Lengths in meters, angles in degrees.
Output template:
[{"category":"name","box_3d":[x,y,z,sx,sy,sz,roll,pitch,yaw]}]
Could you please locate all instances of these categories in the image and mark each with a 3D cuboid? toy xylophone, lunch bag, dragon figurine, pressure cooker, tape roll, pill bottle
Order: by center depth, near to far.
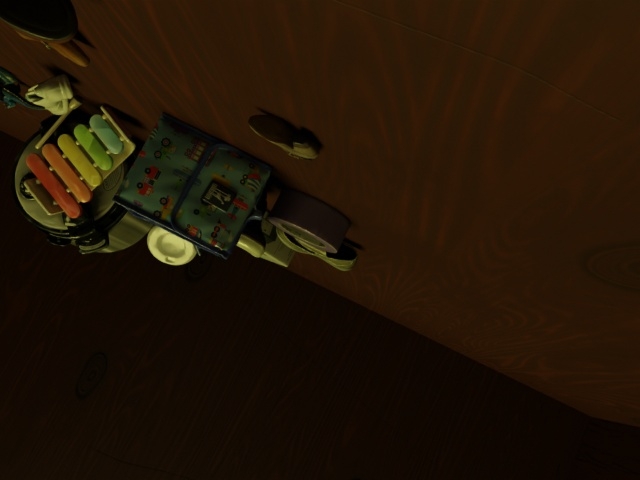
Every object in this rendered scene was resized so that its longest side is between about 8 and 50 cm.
[{"category":"lunch bag","box_3d":[-0.256,-0.106,1.361,0.293,0.220,0.138,25,171,9]},{"category":"tape roll","box_3d":[-0.027,-0.046,1.511,0.189,0.080,0.189,27,172,4]},{"category":"toy xylophone","box_3d":[-0.630,-0.223,1.605,0.236,0.322,0.081,43,-168,4]},{"category":"dragon figurine","box_3d":[-0.917,-0.443,1.778,0.289,0.085,0.144,30,171,-13]},{"category":"pressure cooker","box_3d":[-0.702,-0.157,1.877,0.370,0.375,0.420,29,172,7]},{"category":"pill bottle","box_3d":[-0.450,-0.057,2.043,0.160,0.160,0.283,29,-151,-13]}]

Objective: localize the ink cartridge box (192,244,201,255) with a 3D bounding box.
[{"category":"ink cartridge box","box_3d":[-0.343,-0.099,1.615,0.311,0.065,0.185,-131,25,-63]}]

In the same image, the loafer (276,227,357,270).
[{"category":"loafer","box_3d":[0.000,0.000,1.723,0.251,0.094,0.087,24,160,-13]}]

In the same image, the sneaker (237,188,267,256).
[{"category":"sneaker","box_3d":[-0.183,-0.071,1.514,0.131,0.148,0.350,35,-178,-24]}]

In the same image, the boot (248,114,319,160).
[{"category":"boot","box_3d":[-0.058,-0.165,1.035,0.119,0.042,0.087,26,173,10]}]

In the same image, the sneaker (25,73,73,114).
[{"category":"sneaker","box_3d":[-0.658,-0.347,1.497,0.212,0.094,0.080,-9,102,64]}]

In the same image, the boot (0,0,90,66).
[{"category":"boot","box_3d":[-0.446,-0.337,0.990,0.264,0.096,0.280,25,172,8]}]

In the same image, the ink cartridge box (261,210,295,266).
[{"category":"ink cartridge box","box_3d":[-0.233,-0.046,1.971,0.211,0.121,0.289,17,166,47]}]
